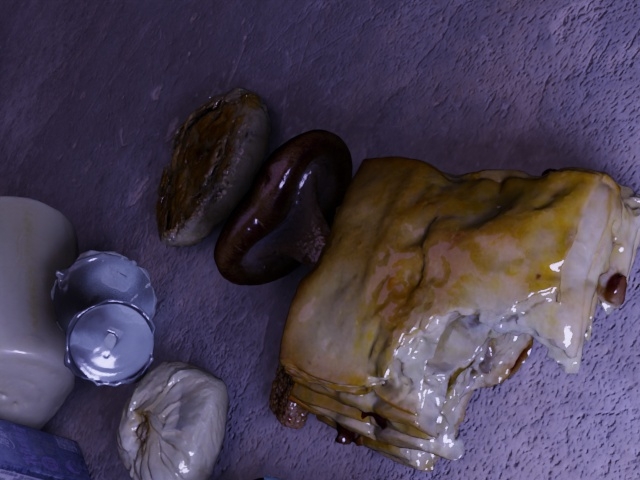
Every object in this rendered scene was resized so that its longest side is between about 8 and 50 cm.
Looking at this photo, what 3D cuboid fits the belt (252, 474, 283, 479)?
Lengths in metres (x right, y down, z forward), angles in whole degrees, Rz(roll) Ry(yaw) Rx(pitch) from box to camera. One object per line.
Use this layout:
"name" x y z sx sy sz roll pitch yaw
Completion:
"belt" -0.068 0.345 1.488 0.198 0.078 0.151 -40 37 26

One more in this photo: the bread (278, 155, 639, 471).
"bread" 0.116 0.061 1.355 0.370 0.191 0.314 4 68 52

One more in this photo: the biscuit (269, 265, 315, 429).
"biscuit" -0.015 0.122 1.565 0.064 0.034 0.199 48 126 55

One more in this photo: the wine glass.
"wine glass" -0.287 0.109 1.833 0.156 0.156 0.232 -58 16 5

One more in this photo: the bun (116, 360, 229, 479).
"bun" -0.188 0.234 1.699 0.164 0.111 0.188 -24 45 39

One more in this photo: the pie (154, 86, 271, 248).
"pie" -0.162 -0.110 1.971 0.274 0.055 0.274 -39 35 35

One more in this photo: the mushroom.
"mushroom" 0.000 0.000 1.637 0.217 0.148 0.227 42 111 37

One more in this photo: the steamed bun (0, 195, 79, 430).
"steamed bun" -0.581 0.154 2.116 0.456 0.290 0.371 -36 42 32

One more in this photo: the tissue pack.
"tissue pack" -0.402 0.304 1.888 0.051 0.156 0.112 -56 34 15
